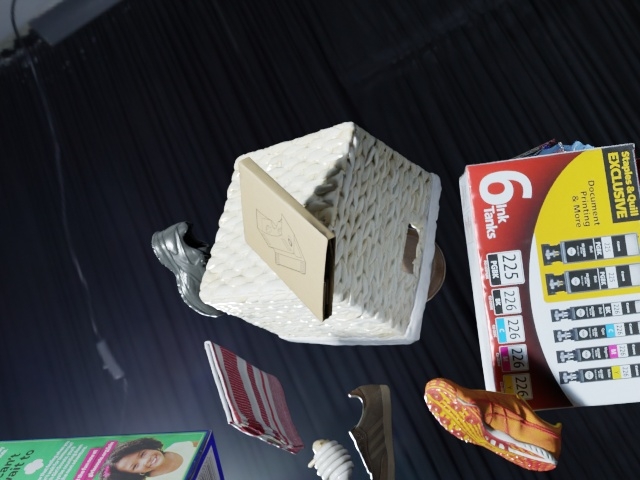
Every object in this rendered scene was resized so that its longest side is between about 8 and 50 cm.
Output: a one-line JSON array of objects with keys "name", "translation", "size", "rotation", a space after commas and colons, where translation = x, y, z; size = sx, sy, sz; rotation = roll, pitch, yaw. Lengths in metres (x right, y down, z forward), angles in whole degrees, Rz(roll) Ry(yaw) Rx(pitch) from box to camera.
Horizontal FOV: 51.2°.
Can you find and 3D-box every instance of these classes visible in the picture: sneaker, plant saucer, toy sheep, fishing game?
[{"name": "sneaker", "translation": [-0.332, 0.078, 1.805], "size": [0.130, 0.286, 0.109], "rotation": [-30, -168, 18]}, {"name": "sneaker", "translation": [0.084, 0.334, 1.102], "size": [0.071, 0.188, 0.066], "rotation": [-2, 160, 2]}, {"name": "sneaker", "translation": [0.189, 0.192, 0.739], "size": [0.175, 0.067, 0.064], "rotation": [31, 144, -14]}, {"name": "plant saucer", "translation": [0.196, 0.061, 1.587], "size": [0.199, 0.198, 0.036], "rotation": [-29, -171, 16]}, {"name": "toy sheep", "translation": [0.030, 0.499, 1.490], "size": [0.091, 0.132, 0.091], "rotation": [-35, 155, -19]}, {"name": "fishing game", "translation": [0.511, -0.179, 1.482], "size": [0.189, 0.041, 0.264], "rotation": [-25, -160, 1]}]

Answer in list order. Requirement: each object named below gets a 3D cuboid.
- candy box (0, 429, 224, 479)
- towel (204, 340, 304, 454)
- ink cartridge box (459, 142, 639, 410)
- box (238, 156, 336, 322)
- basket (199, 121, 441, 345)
[{"name": "candy box", "translation": [-0.262, 0.372, 0.782], "size": [0.318, 0.268, 0.122], "rotation": [-6, -161, 9]}, {"name": "towel", "translation": [-0.161, 0.394, 1.678], "size": [0.037, 0.237, 0.329], "rotation": [-34, 142, 8]}, {"name": "ink cartridge box", "translation": [0.336, 0.044, 0.855], "size": [0.272, 0.309, 0.130], "rotation": [-8, 177, 7]}, {"name": "box", "translation": [-0.049, -0.002, 0.935], "size": [0.021, 0.201, 0.164], "rotation": [-27, 142, -26]}, {"name": "basket", "translation": [0.000, 0.000, 1.215], "size": [0.331, 0.328, 0.266], "rotation": [-9, 152, 44]}]
